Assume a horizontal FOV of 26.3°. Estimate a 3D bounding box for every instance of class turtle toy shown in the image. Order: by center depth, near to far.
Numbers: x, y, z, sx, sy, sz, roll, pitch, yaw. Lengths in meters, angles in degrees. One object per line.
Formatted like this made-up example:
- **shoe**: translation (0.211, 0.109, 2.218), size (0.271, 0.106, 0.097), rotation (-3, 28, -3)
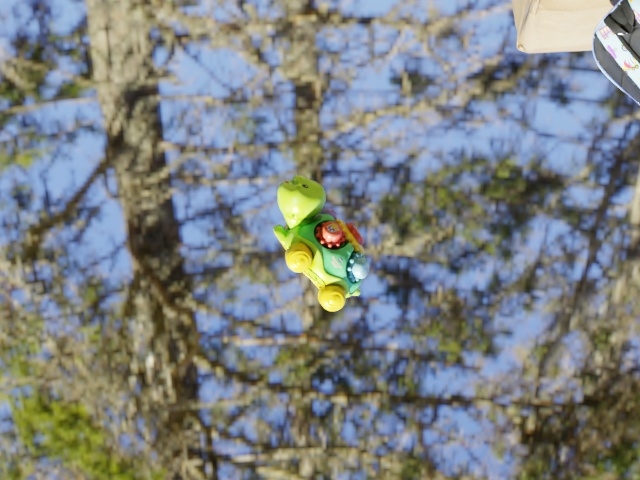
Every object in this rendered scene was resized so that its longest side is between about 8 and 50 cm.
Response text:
- **turtle toy**: translation (0.000, 0.000, 1.266), size (0.066, 0.130, 0.095), rotation (-37, -163, 7)

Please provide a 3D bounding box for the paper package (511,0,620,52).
- **paper package**: translation (0.417, -0.426, 1.866), size (0.324, 0.168, 0.310), rotation (-3, -113, -5)

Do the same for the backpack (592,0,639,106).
- **backpack**: translation (0.437, -0.244, 1.724), size (0.173, 0.158, 0.117), rotation (42, -142, -1)
